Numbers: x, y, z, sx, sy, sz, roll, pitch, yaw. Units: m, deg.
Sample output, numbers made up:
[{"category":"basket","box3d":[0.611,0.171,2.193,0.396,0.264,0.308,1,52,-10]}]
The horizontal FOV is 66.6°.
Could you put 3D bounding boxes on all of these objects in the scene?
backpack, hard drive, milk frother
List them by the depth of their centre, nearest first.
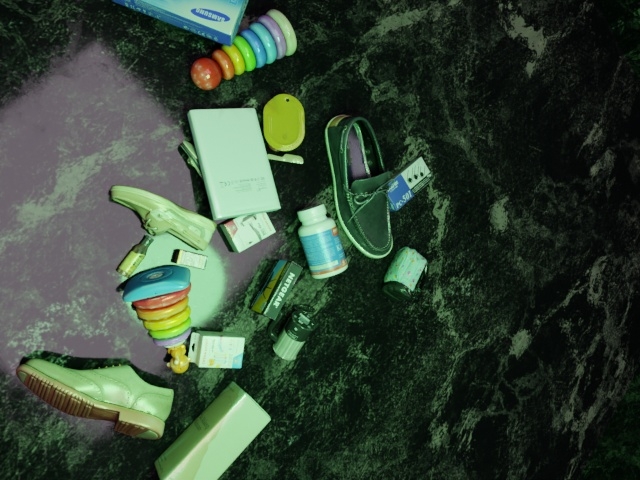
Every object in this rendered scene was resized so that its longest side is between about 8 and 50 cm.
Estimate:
[{"category":"hard drive","box3d":[-0.252,-0.230,1.436,0.210,0.040,0.318,-12,85,-34]},{"category":"milk frother","box3d":[-0.078,0.280,1.543,0.143,0.129,0.134,-2,130,-54]},{"category":"backpack","box3d":[0.297,0.114,1.701,0.115,0.152,0.182,38,68,-17]}]

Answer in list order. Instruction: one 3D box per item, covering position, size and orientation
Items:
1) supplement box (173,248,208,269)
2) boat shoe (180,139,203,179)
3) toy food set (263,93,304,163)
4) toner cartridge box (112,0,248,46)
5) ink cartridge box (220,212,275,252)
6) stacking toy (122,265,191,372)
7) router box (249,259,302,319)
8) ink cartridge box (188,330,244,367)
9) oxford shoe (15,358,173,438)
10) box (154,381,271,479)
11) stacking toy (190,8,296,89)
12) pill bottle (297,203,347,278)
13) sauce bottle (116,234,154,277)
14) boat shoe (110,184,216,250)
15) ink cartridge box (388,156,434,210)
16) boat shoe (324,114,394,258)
[{"category":"supplement box","box3d":[-0.376,0.054,1.412,0.083,0.055,0.043,15,85,-25]},{"category":"boat shoe","box3d":[-0.363,-0.230,1.425,0.043,0.049,0.137,-33,109,18]},{"category":"toy food set","box3d":[-0.117,-0.345,1.538,0.128,0.071,0.217,0,88,-8]},{"category":"toner cartridge box","box3d":[-0.386,-0.683,1.341,0.348,0.075,0.165,18,83,-8]},{"category":"ink cartridge box","box3d":[-0.220,-0.037,1.487,0.135,0.056,0.099,-32,103,-22]},{"category":"stacking toy","box3d":[-0.418,0.233,1.352,0.175,0.166,0.301,-13,107,-11]},{"category":"router box","box3d":[-0.137,0.146,1.486,0.046,0.133,0.178,34,75,-23]},{"category":"ink cartridge box","box3d":[-0.308,0.319,1.426,0.143,0.090,0.092,8,87,-27]},{"category":"oxford shoe","box3d":[-0.585,0.391,1.291,0.397,0.140,0.146,32,46,-18]},{"category":"box","box3d":[-0.307,0.574,1.397,0.311,0.148,0.121,-45,108,-21]},{"category":"stacking toy","box3d":[-0.238,-0.551,1.451,0.330,0.141,0.141,-35,105,-15]},{"category":"pill bottle","box3d":[0.000,0.000,1.559,0.124,0.124,0.221,-22,100,-25]},{"category":"sauce bottle","box3d":[-0.511,0.042,1.352,0.042,0.042,0.128,38,76,-21]},{"category":"boat shoe","box3d":[-0.441,-0.061,1.354,0.302,0.109,0.098,26,77,-30]},{"category":"ink cartridge box","box3d":[0.308,-0.203,1.755,0.207,0.046,0.097,-40,106,-21]},{"category":"boat shoe","box3d":[0.144,-0.175,1.616,0.187,0.156,0.499,-19,100,-27]}]
